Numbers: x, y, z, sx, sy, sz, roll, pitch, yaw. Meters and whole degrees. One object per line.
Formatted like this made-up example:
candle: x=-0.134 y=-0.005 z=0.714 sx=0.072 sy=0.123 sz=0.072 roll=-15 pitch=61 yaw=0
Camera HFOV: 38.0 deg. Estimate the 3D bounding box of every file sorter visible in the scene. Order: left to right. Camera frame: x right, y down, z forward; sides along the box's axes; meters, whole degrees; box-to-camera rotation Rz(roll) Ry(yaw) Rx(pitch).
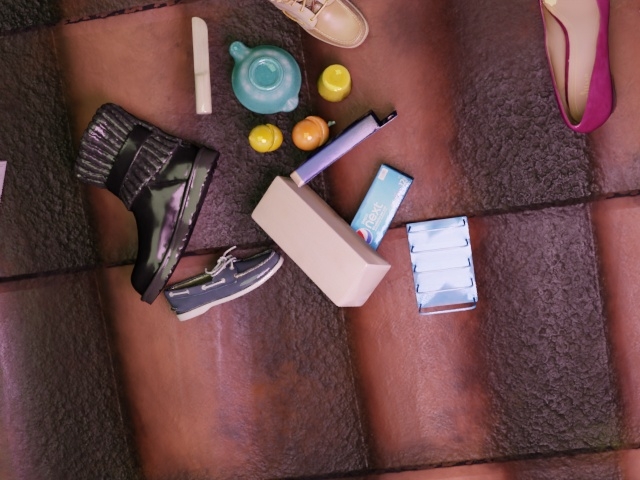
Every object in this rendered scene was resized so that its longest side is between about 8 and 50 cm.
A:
file sorter: x=0.234 y=0.049 z=1.788 sx=0.118 sy=0.104 sz=0.170 roll=-8 pitch=96 yaw=8

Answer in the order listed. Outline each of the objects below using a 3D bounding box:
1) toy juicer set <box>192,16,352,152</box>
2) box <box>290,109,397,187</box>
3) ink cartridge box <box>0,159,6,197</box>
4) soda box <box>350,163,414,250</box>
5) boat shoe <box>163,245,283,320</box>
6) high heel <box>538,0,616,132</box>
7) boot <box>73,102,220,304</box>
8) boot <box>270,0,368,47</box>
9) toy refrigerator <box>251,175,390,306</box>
toy juicer set: x=-0.117 y=-0.277 z=1.788 sx=0.329 sy=0.089 sz=0.209 roll=18 pitch=87 yaw=-2
box: x=0.045 y=-0.187 z=1.764 sx=0.225 sy=0.136 sz=0.036 roll=-35 pitch=98 yaw=10
ink cartridge box: x=-0.712 y=-0.108 z=1.915 sx=0.099 sy=0.056 sz=0.135 roll=14 pitch=99 yaw=6
soda box: x=0.104 y=-0.042 z=1.809 sx=0.067 sy=0.071 sz=0.210 roll=29 pitch=100 yaw=5
boat shoe: x=-0.195 y=0.074 z=1.857 sx=0.255 sy=0.095 sz=0.079 roll=-26 pitch=105 yaw=19
high heel: x=0.446 y=-0.381 z=1.652 sx=0.127 sy=0.181 sz=0.377 roll=-17 pitch=96 yaw=34
boot: x=-0.373 y=-0.072 z=1.835 sx=0.260 sy=0.131 sz=0.347 roll=20 pitch=89 yaw=-3
boot: x=-0.035 y=-0.448 z=1.703 sx=0.262 sy=0.203 sz=0.095 roll=39 pitch=101 yaw=2
toy refrigerator: x=0.000 y=0.000 z=1.762 sx=0.269 sy=0.094 sz=0.102 roll=45 pitch=111 yaw=29
